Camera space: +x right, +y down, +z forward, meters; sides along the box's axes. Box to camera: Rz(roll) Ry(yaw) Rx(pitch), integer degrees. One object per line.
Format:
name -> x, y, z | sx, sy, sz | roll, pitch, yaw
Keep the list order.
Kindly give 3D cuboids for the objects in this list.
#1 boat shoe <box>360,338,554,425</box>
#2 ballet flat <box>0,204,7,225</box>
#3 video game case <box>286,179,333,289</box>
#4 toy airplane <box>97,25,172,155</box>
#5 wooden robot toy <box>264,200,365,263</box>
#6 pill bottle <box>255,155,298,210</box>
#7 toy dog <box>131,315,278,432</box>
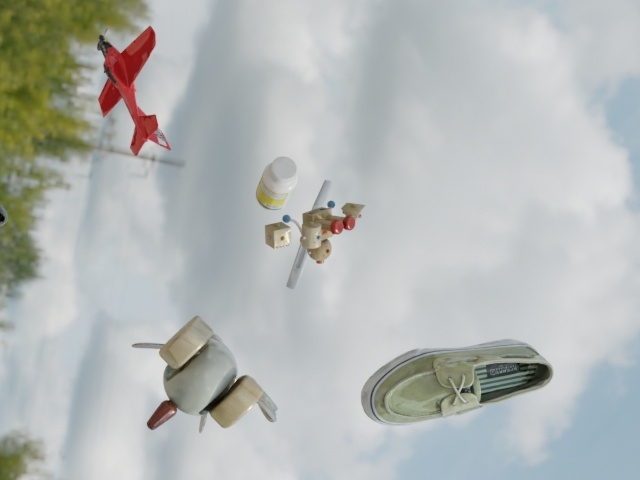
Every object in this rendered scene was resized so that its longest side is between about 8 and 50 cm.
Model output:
boat shoe -> 0.209, 0.210, 1.859 | 0.094, 0.302, 0.109 | -169, -114, -69
ballet flat -> -0.532, -0.069, 1.786 | 0.049, 0.173, 0.057 | 0, -112, 57
video game case -> -0.017, -0.012, 1.978 | 0.157, 0.019, 0.143 | -67, 176, -70
toy airplane -> -0.204, -0.155, 1.307 | 0.151, 0.028, 0.151 | 21, -60, 42
wooden robot toy -> 0.000, 0.000, 1.719 | 0.076, 0.173, 0.079 | 18, -63, 40
pill bottle -> -0.077, -0.105, 2.227 | 0.116, 0.065, 0.065 | 120, -25, -62
toy dog -> -0.198, 0.219, 1.868 | 0.161, 0.220, 0.334 | -39, 165, -6
